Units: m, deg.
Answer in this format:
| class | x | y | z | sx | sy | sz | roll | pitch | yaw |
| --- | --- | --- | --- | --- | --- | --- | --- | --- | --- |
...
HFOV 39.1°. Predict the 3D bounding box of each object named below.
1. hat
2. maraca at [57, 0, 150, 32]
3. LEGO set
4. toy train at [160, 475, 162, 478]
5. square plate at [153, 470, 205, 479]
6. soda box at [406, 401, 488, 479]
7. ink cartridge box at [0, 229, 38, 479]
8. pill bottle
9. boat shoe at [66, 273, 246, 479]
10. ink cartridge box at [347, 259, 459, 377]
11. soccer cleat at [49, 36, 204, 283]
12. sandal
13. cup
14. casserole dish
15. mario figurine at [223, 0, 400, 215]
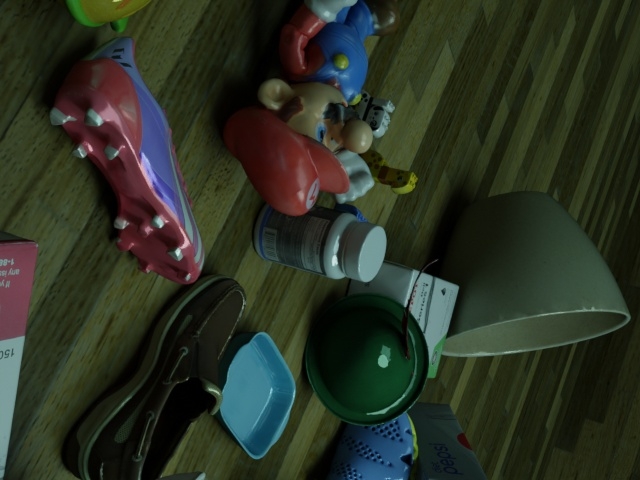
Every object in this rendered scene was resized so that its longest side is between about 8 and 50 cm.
| class | x | y | z | sx | sy | sz | roll | pitch | yaw |
| --- | --- | --- | --- | --- | --- | --- | --- | --- | --- |
| hat | 0.080 | 0.150 | 1.143 | 0.173 | 0.183 | 0.208 | -23 | 95 | -12 |
| maraca | -0.157 | -0.220 | 0.676 | 0.186 | 0.099 | 0.127 | -50 | 159 | -87 |
| LEGO set | 0.065 | -0.071 | 1.163 | 0.087 | 0.093 | 0.227 | 37 | 70 | -61 |
| toy train | -0.148 | 0.334 | 0.963 | 0.143 | 0.105 | 0.248 | -16 | 117 | -71 |
| square plate | -0.256 | 0.342 | 0.667 | 0.344 | 0.049 | 0.347 | -39 | 166 | -49 |
| soda box | 0.185 | 0.356 | 1.443 | 0.286 | 0.098 | 0.091 | -105 | -157 | -76 |
| ink cartridge box | -0.300 | 0.128 | 0.544 | 0.207 | 0.117 | 0.283 | -5 | 108 | -62 |
| pill bottle | 0.000 | 0.000 | 1.026 | 0.078 | 0.137 | 0.078 | -37 | 135 | -51 |
| boat shoe | -0.133 | 0.143 | 0.892 | 0.257 | 0.095 | 0.095 | -57 | 147 | -32 |
| ink cartridge box | 0.117 | 0.120 | 1.356 | 0.219 | 0.092 | 0.160 | 18 | 86 | -63 |
| soccer cleat | -0.149 | -0.059 | 0.787 | 0.095 | 0.083 | 0.248 | -62 | 148 | -33 |
| sandal | 0.047 | 0.377 | 1.326 | 0.138 | 0.126 | 0.317 | 42 | 64 | -56 |
| cup | 0.344 | 0.053 | 1.565 | 0.331 | 0.331 | 0.237 | 31 | 49 | -62 |
| casserole dish | -0.084 | 0.181 | 1.068 | 0.114 | 0.037 | 0.188 | -60 | 148 | -27 |
| mario figurine | 0.027 | -0.163 | 0.954 | 0.198 | 0.170 | 0.320 | 34 | 60 | -26 |
